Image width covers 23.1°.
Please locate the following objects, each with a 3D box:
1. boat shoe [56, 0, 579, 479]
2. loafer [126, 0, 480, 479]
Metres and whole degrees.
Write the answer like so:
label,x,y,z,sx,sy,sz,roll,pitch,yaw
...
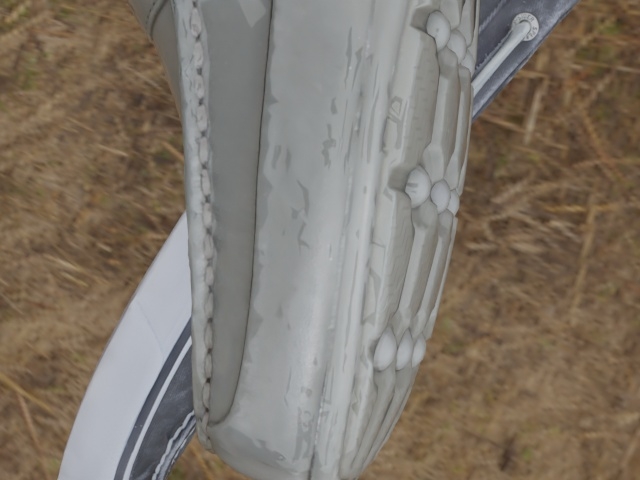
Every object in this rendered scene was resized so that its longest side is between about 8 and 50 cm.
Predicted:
label,x,y,z,sx,sy,sz,roll,pitch,yaw
boat shoe,0.000,0.000,0.659,0.102,0.108,0.301,34,94,1
loafer,-0.015,-0.096,0.416,0.111,0.112,0.319,1,84,13
